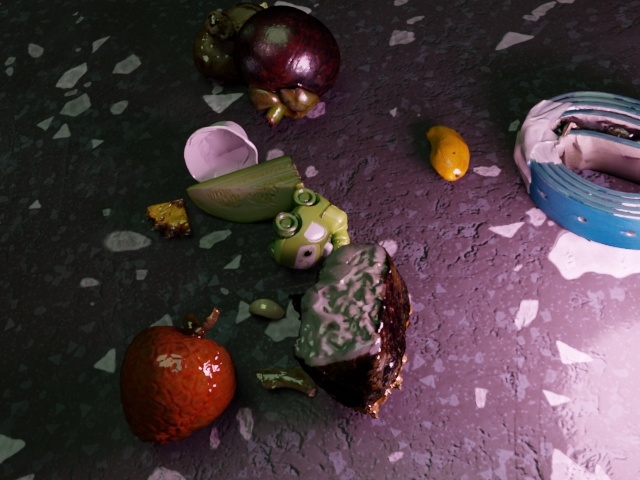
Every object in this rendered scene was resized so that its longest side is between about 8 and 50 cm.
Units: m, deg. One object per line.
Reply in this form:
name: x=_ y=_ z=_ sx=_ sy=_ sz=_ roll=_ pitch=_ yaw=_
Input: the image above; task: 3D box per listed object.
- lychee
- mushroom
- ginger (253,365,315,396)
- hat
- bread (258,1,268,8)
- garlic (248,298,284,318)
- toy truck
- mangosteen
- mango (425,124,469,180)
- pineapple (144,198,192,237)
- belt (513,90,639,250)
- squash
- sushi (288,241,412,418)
lychee: x=-0.297 y=0.275 z=1.586 sx=0.255 sy=0.255 sz=0.300 roll=12 pitch=90 yaw=24
mushroom: x=-0.246 y=-0.608 z=2.260 sx=0.267 sy=0.254 sz=0.267 roll=6 pitch=53 yaw=-8
ginger: x=-0.075 y=0.297 z=1.631 sx=0.137 sy=0.044 sz=0.057 roll=5 pitch=26 yaw=13
hat: x=-0.254 y=-0.241 z=2.018 sx=0.203 sy=0.203 sz=0.126 roll=-11 pitch=36 yaw=9
bread: x=-0.182 y=-0.664 z=2.362 sx=0.084 sy=0.080 sz=0.109 roll=-21 pitch=49 yaw=5
garlic: x=-0.129 y=0.157 z=1.746 sx=0.083 sy=0.053 sz=0.041 roll=2 pitch=69 yaw=24
toy truck: x=-0.009 y=-0.016 z=1.792 sx=0.211 sy=0.148 sz=0.187 roll=12 pitch=53 yaw=0
mangosteen: x=-0.104 y=-0.481 z=2.073 sx=0.300 sy=0.300 sz=0.300 roll=-8 pitch=52 yaw=11
mango: x=0.315 y=-0.217 z=1.880 sx=0.098 sy=0.075 sz=0.190 roll=-10 pitch=45 yaw=2
pineapple: x=-0.380 y=-0.056 z=1.983 sx=0.137 sy=0.069 sz=0.116 roll=23 pitch=58 yaw=20
belt: x=0.640 y=-0.155 z=1.669 sx=0.436 sy=0.173 sz=0.300 roll=27 pitch=68 yaw=32
squash: x=-0.178 y=-0.097 z=1.912 sx=0.289 sy=0.111 sz=0.203 roll=-20 pitch=31 yaw=-2
sushi: x=0.062 y=0.172 z=1.587 sx=0.234 sy=0.207 sz=0.348 roll=-6 pitch=46 yaw=27
